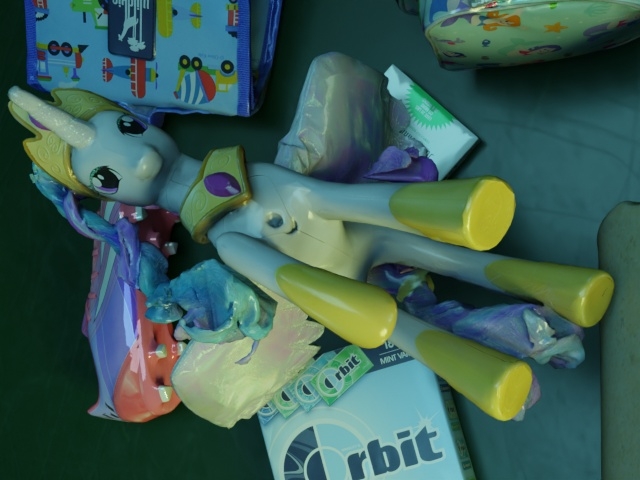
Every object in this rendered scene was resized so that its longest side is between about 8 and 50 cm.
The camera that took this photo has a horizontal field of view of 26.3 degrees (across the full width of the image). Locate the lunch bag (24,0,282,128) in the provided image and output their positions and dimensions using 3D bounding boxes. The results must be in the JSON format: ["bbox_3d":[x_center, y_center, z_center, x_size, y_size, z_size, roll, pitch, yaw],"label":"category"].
[{"bbox_3d":[-0.143,-0.239,1.183,0.221,0.138,0.293,8,100,19],"label":"lunch bag"}]

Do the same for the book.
[{"bbox_3d":[0.050,-0.060,1.136,0.096,0.035,0.144,42,98,14],"label":"book"}]

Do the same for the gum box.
[{"bbox_3d":[0.039,0.177,1.112,0.157,0.041,0.184,-19,80,18],"label":"gum box"}]

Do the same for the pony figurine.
[{"bbox_3d":[0.000,0.000,0.926,0.363,0.351,0.303,20,84,34],"label":"pony figurine"}]

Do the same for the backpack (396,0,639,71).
[{"bbox_3d":[0.168,-0.234,1.006,0.253,0.225,0.191,-14,84,8],"label":"backpack"}]

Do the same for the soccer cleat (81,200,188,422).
[{"bbox_3d":[-0.171,0.034,1.181,0.095,0.083,0.248,-10,85,23],"label":"soccer cleat"}]

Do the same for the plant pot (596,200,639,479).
[{"bbox_3d":[0.312,0.117,0.899,0.334,0.334,0.305,-12,70,18],"label":"plant pot"}]
